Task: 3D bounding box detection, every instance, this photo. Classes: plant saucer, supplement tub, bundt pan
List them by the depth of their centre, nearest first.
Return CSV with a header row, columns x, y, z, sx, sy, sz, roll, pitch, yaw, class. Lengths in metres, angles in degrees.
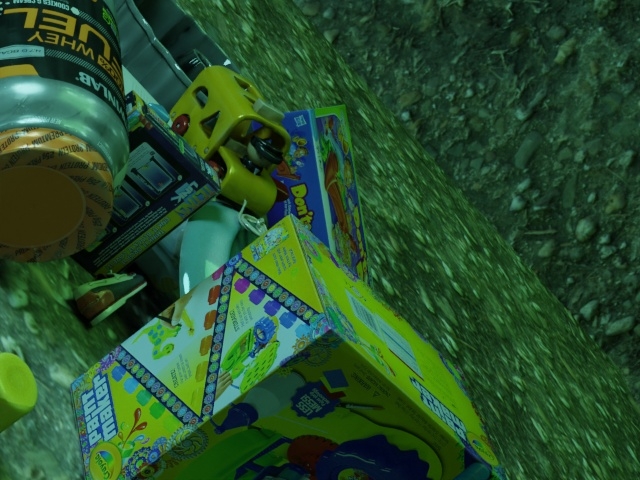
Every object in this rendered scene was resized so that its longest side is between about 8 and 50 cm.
x,y,z,sx,sy,sz,roll,pitch,yaw,class
-0.290,-0.140,1.778,0.193,0.193,0.316,41,26,-40,supplement tub
-0.073,0.107,1.986,0.317,0.044,0.317,-13,90,-73,plant saucer
-0.195,-0.198,2.405,0.331,0.124,0.331,47,12,-13,bundt pan

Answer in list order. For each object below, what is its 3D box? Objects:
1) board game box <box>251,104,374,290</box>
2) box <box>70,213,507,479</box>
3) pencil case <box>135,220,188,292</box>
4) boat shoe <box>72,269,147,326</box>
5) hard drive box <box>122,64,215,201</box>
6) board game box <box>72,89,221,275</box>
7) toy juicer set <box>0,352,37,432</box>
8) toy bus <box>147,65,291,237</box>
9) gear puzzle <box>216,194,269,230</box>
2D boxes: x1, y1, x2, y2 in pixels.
x,y,z,sx,sy,sz,roll,pitch,yaw,class
0.000,0.000,2.351,0.233,0.078,0.347,-28,109,-76,board game box
-0.030,0.183,1.690,0.290,0.279,0.177,42,17,-35,box
-0.226,-0.064,2.013,0.273,0.113,0.124,48,26,-21,pencil case
-0.222,0.052,1.882,0.043,0.049,0.137,51,18,-1,boat shoe
-0.231,-0.111,2.160,0.232,0.089,0.181,47,15,-21,hard drive box
-0.214,-0.055,1.906,0.141,0.170,0.048,45,14,-32,board game box
-0.362,0.050,1.360,0.329,0.089,0.209,58,25,-13,toy juicer set
-0.088,-0.114,2.030,0.202,0.104,0.191,40,15,4,toy bus
-0.098,0.009,2.409,0.175,0.044,0.339,51,13,10,gear puzzle
